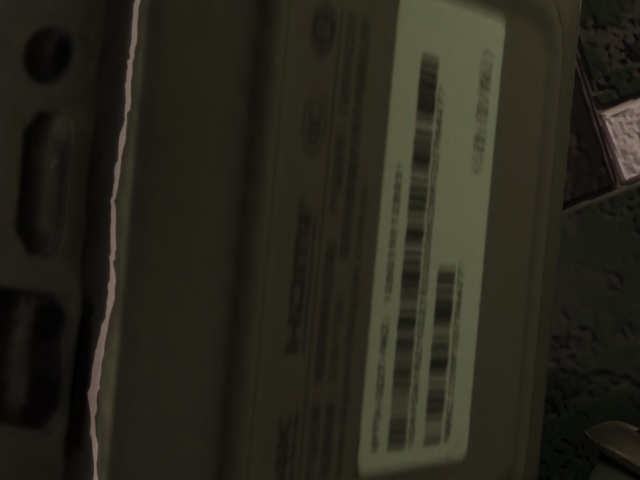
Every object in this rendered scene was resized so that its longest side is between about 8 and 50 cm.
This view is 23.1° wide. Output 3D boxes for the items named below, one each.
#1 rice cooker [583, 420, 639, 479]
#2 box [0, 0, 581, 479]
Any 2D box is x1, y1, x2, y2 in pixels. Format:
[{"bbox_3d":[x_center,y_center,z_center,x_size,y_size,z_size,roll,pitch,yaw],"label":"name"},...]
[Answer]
[{"bbox_3d":[0.226,0.229,0.816,0.316,0.264,0.317,-31,134,-39],"label":"rice cooker"},{"bbox_3d":[0.001,0.001,0.719,0.111,0.396,0.396,5,91,31],"label":"box"}]
